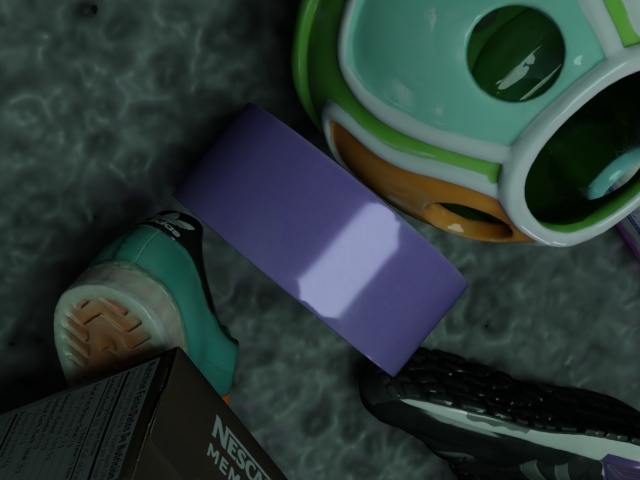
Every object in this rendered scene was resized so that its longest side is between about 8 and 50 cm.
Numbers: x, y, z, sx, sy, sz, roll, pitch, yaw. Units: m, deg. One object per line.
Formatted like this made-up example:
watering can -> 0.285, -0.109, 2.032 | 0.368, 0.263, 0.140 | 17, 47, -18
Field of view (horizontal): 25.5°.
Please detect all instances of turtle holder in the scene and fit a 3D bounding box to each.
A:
turtle holder -> 0.148, -0.133, 0.875 | 0.320, 0.227, 0.243 | -26, 136, -8

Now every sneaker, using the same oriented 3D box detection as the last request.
sneaker -> -0.103, 0.117, 0.960 | 0.121, 0.108, 0.302 | -55, 155, -48
sneaker -> 0.143, 0.175, 1.092 | 0.283, 0.107, 0.124 | 17, 105, -27

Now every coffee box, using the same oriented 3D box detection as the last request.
coffee box -> -0.172, 0.202, 0.871 | 0.297, 0.119, 0.168 | -21, 120, 23

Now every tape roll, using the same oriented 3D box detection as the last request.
tape roll -> 0.000, 0.000, 0.921 | 0.189, 0.189, 0.080 | 40, 89, -28

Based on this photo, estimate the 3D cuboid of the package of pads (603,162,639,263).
package of pads -> 0.320, -0.131, 1.069 | 0.296, 0.101, 0.229 | -44, 119, -6
